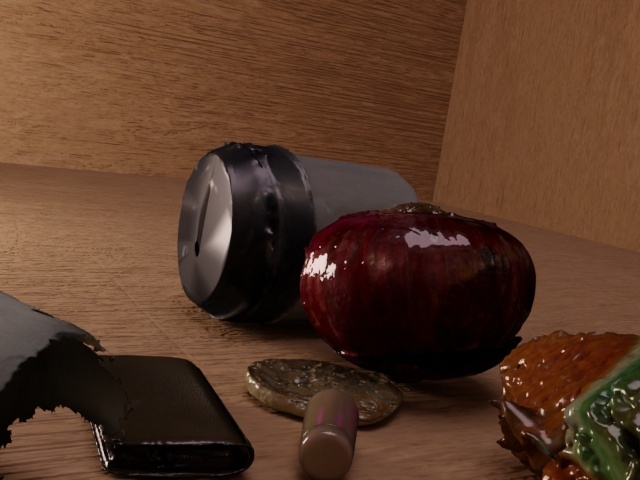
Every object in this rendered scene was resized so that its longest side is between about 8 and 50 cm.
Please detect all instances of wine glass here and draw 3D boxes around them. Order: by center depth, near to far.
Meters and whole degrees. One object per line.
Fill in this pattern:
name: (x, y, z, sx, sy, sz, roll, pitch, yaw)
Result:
wine glass: (-0.275, 0.077, 0.584, 0.321, 0.143, 0.143, 16, 10, 30)

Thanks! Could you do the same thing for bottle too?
bottle: (0.007, 0.151, 0.712, 0.045, 0.045, 0.096, 9, 10, 2)

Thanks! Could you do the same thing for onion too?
onion: (0.100, 0.056, 0.955, 0.246, 0.190, 0.246, 7, 4, 0)

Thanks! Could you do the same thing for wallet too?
wallet: (-0.128, 0.133, 0.726, 0.110, 0.031, 0.198, 5, 9, -20)

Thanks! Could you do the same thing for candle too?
candle: (0.000, 0.000, 1.165, 0.342, 0.221, 0.221, 6, 8, -33)

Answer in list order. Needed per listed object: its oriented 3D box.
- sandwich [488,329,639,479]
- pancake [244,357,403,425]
sandwich: (0.233, 0.134, 0.659, 0.250, 0.162, 0.301, 10, 10, -22)
pancake: (0.003, 0.139, 0.859, 0.152, 0.025, 0.151, 9, 7, -1)
